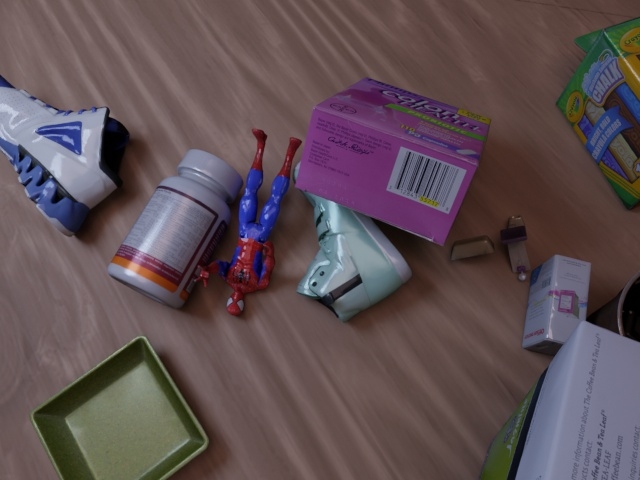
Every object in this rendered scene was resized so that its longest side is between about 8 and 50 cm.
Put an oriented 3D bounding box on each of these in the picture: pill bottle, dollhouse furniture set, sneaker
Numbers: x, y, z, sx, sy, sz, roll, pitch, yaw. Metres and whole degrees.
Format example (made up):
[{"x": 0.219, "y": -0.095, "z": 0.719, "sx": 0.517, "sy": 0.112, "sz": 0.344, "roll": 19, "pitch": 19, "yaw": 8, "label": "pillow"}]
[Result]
[{"x": -0.211, "y": -0.019, "z": 0.765, "sx": 0.121, "sy": 0.121, "sz": 0.221, "roll": 23, "pitch": 72, "yaw": 11, "label": "pill bottle"}, {"x": 0.266, "y": 0.023, "z": 0.786, "sx": 0.114, "sy": 0.091, "sz": 0.081, "roll": -12, "pitch": 110, "yaw": 21, "label": "dollhouse furniture set"}, {"x": -0.429, "y": -0.174, "z": 0.843, "sx": 0.182, "sy": 0.127, "sz": 0.316, "roll": -37, "pitch": 79, "yaw": -14, "label": "sneaker"}, {"x": 0.000, "y": 0.000, "z": 0.763, "sx": 0.151, "sy": 0.094, "sz": 0.256, "roll": -37, "pitch": 71, "yaw": -7, "label": "sneaker"}]

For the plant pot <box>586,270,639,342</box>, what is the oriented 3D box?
[{"x": 0.432, "y": 0.128, "z": 0.654, "sx": 0.166, "sy": 0.165, "sz": 0.167, "roll": -1, "pitch": 70, "yaw": 3, "label": "plant pot"}]

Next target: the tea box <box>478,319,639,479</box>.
[{"x": 0.252, "y": 0.320, "z": 0.457, "sx": 0.219, "sy": 0.324, "sz": 0.329, "roll": 23, "pitch": 53, "yaw": 17, "label": "tea box"}]

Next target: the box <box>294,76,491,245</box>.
[{"x": 0.115, "y": -0.128, "z": 0.724, "sx": 0.213, "sy": 0.118, "sz": 0.243, "roll": 22, "pitch": 31, "yaw": 11, "label": "box"}]

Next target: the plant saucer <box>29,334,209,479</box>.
[{"x": -0.273, "y": 0.262, "z": 0.704, "sx": 0.188, "sy": 0.045, "sz": 0.188, "roll": -36, "pitch": 72, "yaw": -9, "label": "plant saucer"}]

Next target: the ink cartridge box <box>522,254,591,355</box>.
[{"x": 0.331, "y": 0.094, "z": 0.712, "sx": 0.052, "sy": 0.088, "sz": 0.123, "roll": 15, "pitch": 72, "yaw": 5, "label": "ink cartridge box"}]

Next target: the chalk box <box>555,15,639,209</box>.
[{"x": 0.509, "y": -0.231, "z": 0.776, "sx": 0.180, "sy": 0.179, "sz": 0.289, "roll": -21, "pitch": 70, "yaw": -5, "label": "chalk box"}]

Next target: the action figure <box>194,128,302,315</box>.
[{"x": -0.100, "y": -0.023, "z": 0.732, "sx": 0.091, "sy": 0.139, "sz": 0.281, "roll": 13, "pitch": 91, "yaw": 2, "label": "action figure"}]
